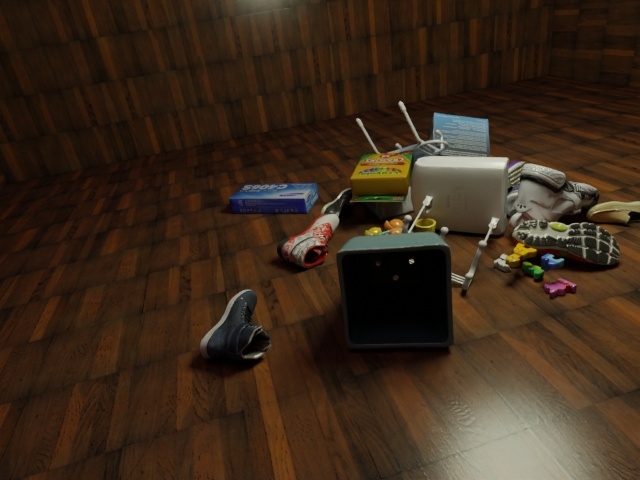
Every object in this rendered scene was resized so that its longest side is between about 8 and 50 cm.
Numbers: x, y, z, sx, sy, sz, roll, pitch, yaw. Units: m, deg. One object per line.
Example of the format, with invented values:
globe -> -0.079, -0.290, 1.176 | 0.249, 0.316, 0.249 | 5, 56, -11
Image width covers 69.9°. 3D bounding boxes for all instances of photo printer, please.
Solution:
photo printer -> 0.448, -0.152, 1.502 | 0.307, 0.256, 0.107 | 8, 34, 28

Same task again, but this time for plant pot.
plant pot -> 0.187, 0.096, 1.138 | 0.247, 0.247, 0.252 | -4, 16, 11

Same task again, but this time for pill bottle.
pill bottle -> 0.708, -0.151, 1.598 | 0.094, 0.094, 0.169 | 11, 33, 33

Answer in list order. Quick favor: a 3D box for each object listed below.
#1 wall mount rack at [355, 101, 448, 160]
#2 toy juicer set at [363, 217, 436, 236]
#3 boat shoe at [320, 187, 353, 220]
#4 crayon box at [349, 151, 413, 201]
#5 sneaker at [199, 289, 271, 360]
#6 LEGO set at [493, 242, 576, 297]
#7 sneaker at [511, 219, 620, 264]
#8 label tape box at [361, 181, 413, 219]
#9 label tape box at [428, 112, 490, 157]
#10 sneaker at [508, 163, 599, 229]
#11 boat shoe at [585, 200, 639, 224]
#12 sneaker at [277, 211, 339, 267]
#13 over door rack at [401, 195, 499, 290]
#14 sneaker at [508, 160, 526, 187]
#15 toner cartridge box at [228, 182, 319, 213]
wall mount rack -> 0.316, -0.402, 1.812 | 0.350, 0.131, 0.304 | -11, -18, 43
toy juicer set -> 0.209, -0.003, 1.469 | 0.209, 0.090, 0.329 | 15, 36, 38
boat shoe -> 0.090, -0.131, 1.774 | 0.079, 0.084, 0.233 | 19, 39, 26
crayon box -> 0.230, -0.237, 1.684 | 0.202, 0.081, 0.318 | 0, 29, 16
sneaker -> -0.178, 0.211, 1.155 | 0.163, 0.086, 0.226 | -5, 35, 31
LEGO set -> 0.551, 0.071, 1.224 | 0.093, 0.087, 0.227 | -22, 28, -24
sneaker -> 0.689, 0.006, 1.298 | 0.279, 0.118, 0.107 | 15, 76, 13
label tape box -> 0.339, -0.212, 1.811 | 0.347, 0.115, 0.249 | -17, 28, -12
label tape box -> 0.582, -0.362, 1.933 | 0.240, 0.106, 0.334 | 7, 68, -1
sneaker -> 0.730, -0.102, 1.453 | 0.365, 0.210, 0.137 | 12, 14, -34
boat shoe -> 0.941, -0.081, 1.434 | 0.189, 0.068, 0.072 | -8, 43, 5
sneaker -> 0.000, 0.001, 1.527 | 0.270, 0.090, 0.145 | -31, 35, -31
over door rack -> 0.369, -0.020, 1.342 | 0.239, 0.108, 0.324 | 22, 45, 21
sneaker -> 0.680, -0.251, 1.784 | 0.293, 0.102, 0.146 | -27, 37, -33
toner cartridge box -> -0.198, -0.181, 1.954 | 0.347, 0.075, 0.165 | 1, 30, 19
